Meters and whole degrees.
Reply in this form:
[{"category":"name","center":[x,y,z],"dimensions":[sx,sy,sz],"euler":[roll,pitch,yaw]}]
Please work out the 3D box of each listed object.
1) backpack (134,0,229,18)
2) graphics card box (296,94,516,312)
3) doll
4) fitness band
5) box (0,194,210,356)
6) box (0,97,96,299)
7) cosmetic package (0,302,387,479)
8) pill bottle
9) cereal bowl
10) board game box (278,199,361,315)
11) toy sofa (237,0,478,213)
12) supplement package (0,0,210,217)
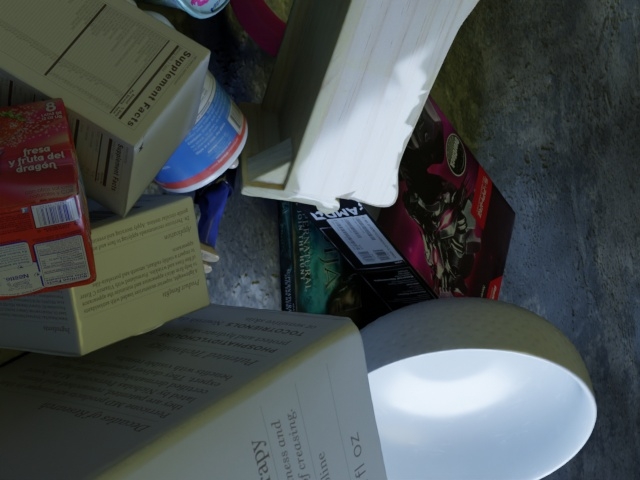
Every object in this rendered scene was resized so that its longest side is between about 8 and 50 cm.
[{"category":"backpack","center":[-0.137,-0.360,1.675],"dimensions":[0.225,0.191,0.253],"euler":[-62,156,-23]},{"category":"graphics card box","center":[0.119,-0.039,2.051],"dimensions":[0.371,0.094,0.233],"euler":[48,47,-41]},{"category":"doll","center":[-0.118,-0.064,1.803],"dimensions":[0.046,0.129,0.189],"euler":[14,65,-12]},{"category":"fitness band","center":[0.018,-0.313,1.917],"dimensions":[0.291,0.054,0.209],"euler":[-20,89,-34]},{"category":"box","center":[-0.239,0.030,1.613],"dimensions":[0.181,0.182,0.119],"euler":[-21,107,-47]},{"category":"box","center":[-0.335,-0.022,1.420],"dimensions":[0.128,0.257,0.122],"euler":[87,-10,-51]},{"category":"cosmetic package","center":[-0.173,0.283,1.599],"dimensions":[0.393,0.327,0.329],"euler":[-29,115,-43]},{"category":"pill bottle","center":[-0.183,-0.163,1.707],"dimensions":[0.221,0.124,0.124],"euler":[50,57,-37]},{"category":"cereal bowl","center":[0.165,0.179,2.013],"dimensions":[0.339,0.339,0.141],"euler":[46,29,-40]},{"category":"board game box","center":[0.000,0.000,2.004],"dimensions":[0.126,0.026,0.186],"euler":[-10,101,-48]},{"category":"toy sofa","center":[0.033,-0.207,1.741],"dimensions":[0.177,0.362,0.150],"euler":[7,44,-14]},{"category":"supplement package","center":[-0.246,-0.158,1.526],"dimensions":[0.139,0.244,0.134],"euler":[-55,173,-30]}]
